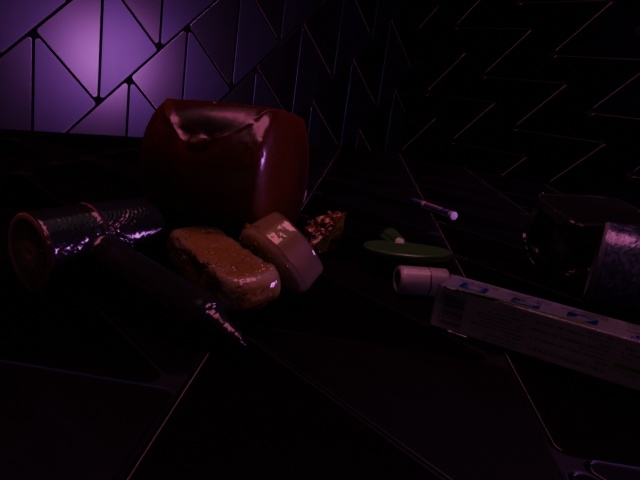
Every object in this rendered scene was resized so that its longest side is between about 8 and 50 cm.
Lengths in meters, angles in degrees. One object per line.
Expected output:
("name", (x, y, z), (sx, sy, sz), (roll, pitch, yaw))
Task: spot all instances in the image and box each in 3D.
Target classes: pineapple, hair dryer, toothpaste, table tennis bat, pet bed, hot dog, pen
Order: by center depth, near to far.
("hair dryer", (-0.206, 0.047, 0.713), (0.352, 0.107, 0.189), (26, 24, 29))
("toothpaste", (0.315, 0.122, 0.735), (0.336, 0.067, 0.081), (16, 16, 26))
("hot dog", (-0.139, 0.043, 0.779), (0.084, 0.073, 0.242), (-5, 19, -34))
("hair dryer", (0.152, 0.057, 0.951), (0.082, 0.047, 0.137), (5, 9, -10))
("pineapple", (0.000, 0.000, 1.078), (0.114, 0.077, 0.114), (-23, 14, 24))
("table tennis bat", (0.153, 0.013, 1.083), (0.160, 0.039, 0.257), (5, 9, -5))
("pet bed", (0.526, 0.006, 1.146), (0.210, 0.159, 0.183), (0, 27, -11))
("pen", (0.325, -0.096, 1.671), (0.025, 0.025, 0.204), (0, 16, -28))

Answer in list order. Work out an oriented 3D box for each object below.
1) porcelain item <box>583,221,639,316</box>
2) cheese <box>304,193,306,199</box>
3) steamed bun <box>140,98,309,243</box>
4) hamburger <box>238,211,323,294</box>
("porcelain item", (0.521, 0.050, 0.967), (0.114, 0.147, 0.147), (16, 16, 21))
("cheese", (-0.170, -0.152, 1.413), (0.263, 0.093, 0.159), (20, -15, 32))
("steamed bun", (-0.150, -0.107, 1.003), (0.235, 0.248, 0.379), (7, 10, 7))
("hamburger", (-0.062, 0.020, 0.830), (0.081, 0.126, 0.141), (-38, 48, -10))
